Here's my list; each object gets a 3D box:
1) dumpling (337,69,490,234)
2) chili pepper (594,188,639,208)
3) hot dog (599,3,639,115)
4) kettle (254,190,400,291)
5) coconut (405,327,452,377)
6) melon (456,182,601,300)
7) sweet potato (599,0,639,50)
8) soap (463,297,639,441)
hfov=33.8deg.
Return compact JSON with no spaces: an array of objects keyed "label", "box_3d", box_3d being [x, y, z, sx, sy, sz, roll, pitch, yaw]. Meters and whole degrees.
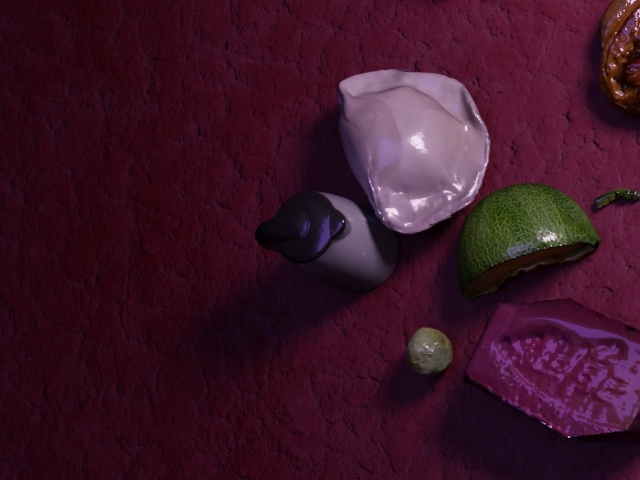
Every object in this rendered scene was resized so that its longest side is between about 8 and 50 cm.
[{"label":"dumpling","box_3d":[0.172,-0.192,1.959,0.260,0.181,0.341,-20,37,4]},{"label":"chili pepper","box_3d":[0.509,-0.075,1.802,0.083,0.022,0.027,-13,39,29]},{"label":"hot dog","box_3d":[0.573,-0.319,1.776,0.160,0.099,0.227,34,94,31]},{"label":"kettle","box_3d":[0.000,0.000,1.964,0.221,0.236,0.161,-3,78,31]},{"label":"coconut","box_3d":[0.196,0.199,1.890,0.088,0.096,0.088,14,124,22]},{"label":"melon","box_3d":[0.327,-0.023,1.838,0.265,0.129,0.169,-26,63,25]},{"label":"sweet potato","box_3d":[0.555,-0.424,1.833,0.226,0.068,0.068,-44,60,5]},{"label":"soap","box_3d":[0.417,0.216,1.726,0.325,0.127,0.220,27,95,32]}]
